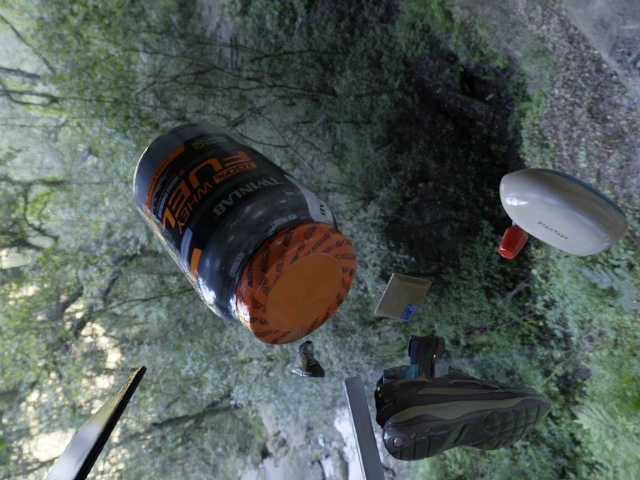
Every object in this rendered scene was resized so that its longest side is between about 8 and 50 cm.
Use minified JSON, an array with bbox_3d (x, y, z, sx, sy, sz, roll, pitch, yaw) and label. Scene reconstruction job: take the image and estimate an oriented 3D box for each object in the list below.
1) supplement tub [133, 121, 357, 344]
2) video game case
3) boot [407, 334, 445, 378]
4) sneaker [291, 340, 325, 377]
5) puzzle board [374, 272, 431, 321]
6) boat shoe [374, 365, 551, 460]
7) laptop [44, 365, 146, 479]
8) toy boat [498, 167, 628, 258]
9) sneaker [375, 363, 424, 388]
[{"bbox_3d":[-0.116,-0.021,0.611,0.338,0.207,0.207,39,124,38],"label":"supplement tub"},{"bbox_3d":[0.092,0.431,0.809,0.300,0.036,0.330,83,174,-72],"label":"video game case"},{"bbox_3d":[0.320,0.396,1.374,0.082,0.106,0.220,-79,1,-69],"label":"boot"},{"bbox_3d":[-0.046,0.452,1.627,0.228,0.086,0.132,-20,58,61],"label":"sneaker"},{"bbox_3d":[0.195,0.136,1.010,0.011,0.096,0.128,-94,20,-57],"label":"puzzle board"},{"bbox_3d":[0.257,0.286,0.757,0.130,0.354,0.133,-116,40,-50],"label":"boat shoe"},{"bbox_3d":[-0.396,0.524,0.764,0.382,0.236,0.408,-42,20,31],"label":"laptop"},{"bbox_3d":[0.528,-0.063,1.000,0.148,0.267,0.318,-53,-8,-17],"label":"toy boat"},{"bbox_3d":[0.214,0.390,1.157,0.262,0.125,0.104,74,-163,-57],"label":"sneaker"}]
